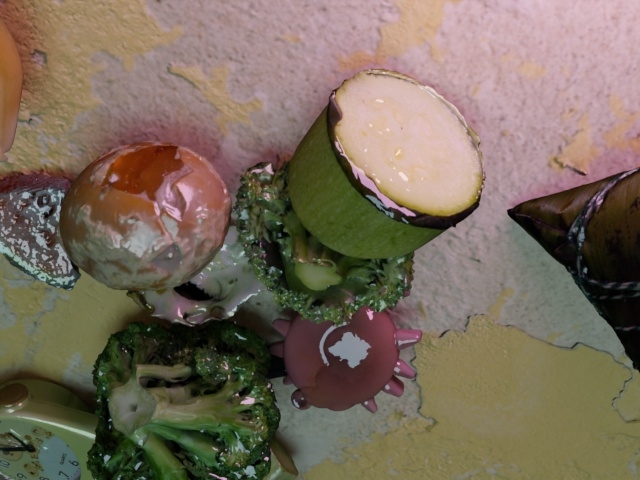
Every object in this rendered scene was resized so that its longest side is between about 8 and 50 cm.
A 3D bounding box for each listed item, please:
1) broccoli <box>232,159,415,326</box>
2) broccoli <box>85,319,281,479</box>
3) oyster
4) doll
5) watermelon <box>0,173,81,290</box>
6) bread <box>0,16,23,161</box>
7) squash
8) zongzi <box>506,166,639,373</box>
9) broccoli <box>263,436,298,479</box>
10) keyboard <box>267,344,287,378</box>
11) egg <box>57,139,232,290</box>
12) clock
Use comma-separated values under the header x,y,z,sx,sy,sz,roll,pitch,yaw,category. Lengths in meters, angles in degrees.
x,y,z,sx,sy,sz,roll,pitch,yaw,category
-0.001,-0.002,1.281,0.198,0.176,0.226,-38,135,13,broccoli
-0.202,0.238,1.408,0.308,0.308,0.275,-18,157,19,broccoli
-0.156,0.054,1.408,0.209,0.072,0.133,-43,97,11,oyster
0.035,0.147,1.421,0.211,0.093,0.262,28,115,2,doll
-0.374,-0.031,1.378,0.139,0.071,0.187,-40,104,22,watermelon
-0.512,-0.196,1.219,0.333,0.160,0.333,3,124,4,bread
0.085,-0.087,1.198,0.220,0.220,0.133,23,146,-9,squash
0.435,0.102,1.200,0.383,0.362,0.319,35,151,-19,zongzi
-0.158,0.441,1.587,0.260,0.235,0.288,-16,158,19,broccoli
0.001,0.167,1.496,0.198,0.010,0.063,-12,120,15,keyboard
-0.225,-0.029,1.281,0.233,0.195,0.195,-2,125,23,egg
-0.463,0.317,1.612,0.308,0.096,0.235,21,126,-7,clock
